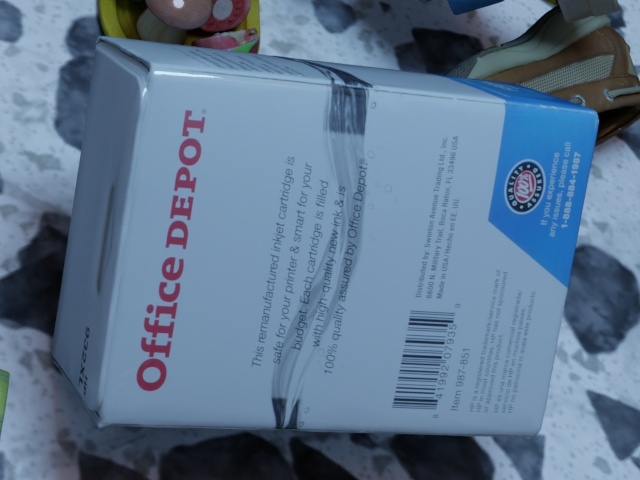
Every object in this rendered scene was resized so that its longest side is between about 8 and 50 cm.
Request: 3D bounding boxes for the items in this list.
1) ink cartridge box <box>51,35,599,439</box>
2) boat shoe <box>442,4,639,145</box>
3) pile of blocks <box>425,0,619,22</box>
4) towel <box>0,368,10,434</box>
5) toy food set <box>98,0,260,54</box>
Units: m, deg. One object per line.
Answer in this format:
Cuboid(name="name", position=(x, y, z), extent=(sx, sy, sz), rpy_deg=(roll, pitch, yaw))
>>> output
Cuboid(name="ink cartridge box", position=(0.000, 0.000, 1.196), extent=(0.308, 0.223, 0.129), rpy_deg=(4, 13, -23))
Cuboid(name="boat shoe", position=(0.144, -0.077, 1.393), extent=(0.324, 0.122, 0.120), rpy_deg=(-35, 81, -37))
Cuboid(name="pile of blocks", position=(0.079, -0.244, 1.452), extent=(0.362, 0.112, 0.149), rpy_deg=(37, 83, 27))
Cuboid(name="towel", position=(-0.238, 0.096, 1.164), extent=(0.083, 0.009, 0.060), rpy_deg=(16, 53, -17))
Cuboid(name="toy food set", position=(-0.095, -0.185, 1.380), extent=(0.128, 0.071, 0.217), rpy_deg=(9, 56, -20))
